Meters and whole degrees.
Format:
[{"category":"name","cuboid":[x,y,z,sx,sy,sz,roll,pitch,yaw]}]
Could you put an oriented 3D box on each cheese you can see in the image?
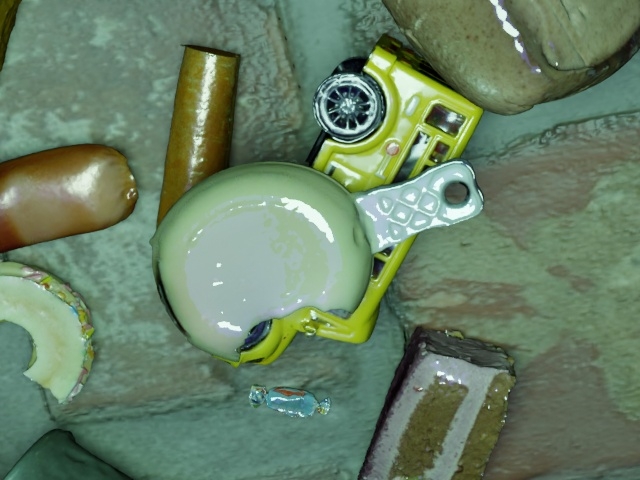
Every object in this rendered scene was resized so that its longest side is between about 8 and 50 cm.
[{"category":"cheese","cuboid":[0.000,0.000,1.160,0.286,0.082,0.163,-16,100,11]}]

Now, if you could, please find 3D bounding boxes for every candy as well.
[{"category":"candy","cuboid":[-0.032,0.166,1.388,0.083,0.020,0.030,12,106,-2]}]

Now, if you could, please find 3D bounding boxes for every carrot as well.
[{"category":"carrot","cuboid":[-0.119,-0.072,1.303,0.067,0.067,0.225,8,104,1]}]

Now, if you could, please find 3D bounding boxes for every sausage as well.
[{"category":"sausage","cuboid":[-0.321,-0.026,1.322,0.300,0.083,0.089,-16,98,5]}]

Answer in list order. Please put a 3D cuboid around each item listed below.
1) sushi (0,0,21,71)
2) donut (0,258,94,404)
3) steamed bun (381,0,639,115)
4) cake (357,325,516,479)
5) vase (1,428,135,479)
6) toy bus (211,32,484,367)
[{"category":"sushi","cuboid":[-0.352,-0.212,1.235,0.140,0.149,0.287,21,111,1]},{"category":"donut","cuboid":[-0.287,0.076,1.356,0.166,0.065,0.108,37,104,-6]},{"category":"steamed bun","cuboid":[0.150,-0.244,1.146,0.199,0.301,0.251,-15,116,45]},{"category":"cake","cuboid":[0.108,0.207,1.369,0.116,0.113,0.295,19,119,0]},{"category":"vase","cuboid":[-0.202,0.338,1.356,0.291,0.245,0.245,35,105,3]},{"category":"toy bus","cuboid":[0.020,-0.019,1.268,0.151,0.145,0.331,27,105,-3]}]
